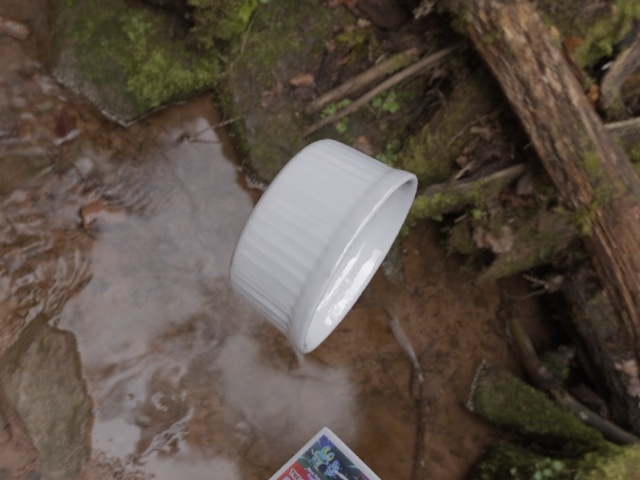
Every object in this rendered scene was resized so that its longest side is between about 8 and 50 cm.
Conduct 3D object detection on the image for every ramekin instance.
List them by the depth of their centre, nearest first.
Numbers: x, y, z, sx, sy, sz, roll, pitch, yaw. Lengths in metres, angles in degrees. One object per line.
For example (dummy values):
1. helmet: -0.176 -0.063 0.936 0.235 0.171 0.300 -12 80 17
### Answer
1. ramekin: 0.000 0.000 1.005 0.135 0.277 0.277 32 49 13

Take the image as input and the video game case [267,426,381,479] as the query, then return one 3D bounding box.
1. video game case: 0.003 0.304 0.718 0.183 0.023 0.201 -41 50 -15
